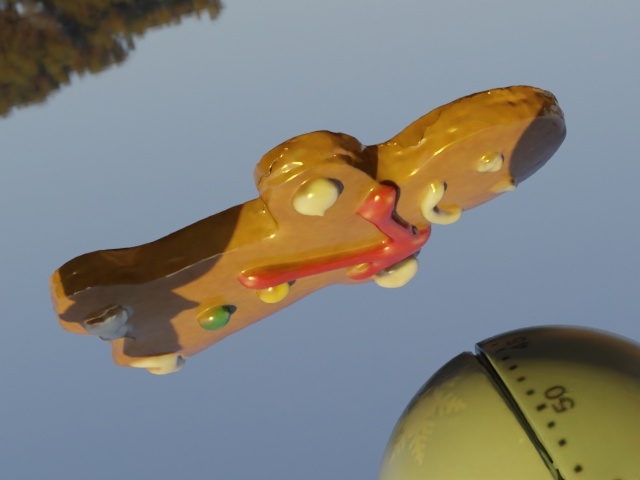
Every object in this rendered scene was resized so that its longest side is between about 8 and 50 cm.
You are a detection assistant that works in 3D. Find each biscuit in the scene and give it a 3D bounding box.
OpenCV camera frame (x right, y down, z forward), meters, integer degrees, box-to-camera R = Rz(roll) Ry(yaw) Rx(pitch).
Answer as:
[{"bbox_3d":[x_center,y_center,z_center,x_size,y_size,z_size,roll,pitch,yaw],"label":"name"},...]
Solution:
[{"bbox_3d":[0.000,0.000,0.824,0.339,0.216,0.047,-23,-110,5],"label":"biscuit"}]

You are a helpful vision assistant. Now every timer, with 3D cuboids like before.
[{"bbox_3d":[0.071,0.153,0.556,0.255,0.175,0.175,-52,-153,6],"label":"timer"}]
